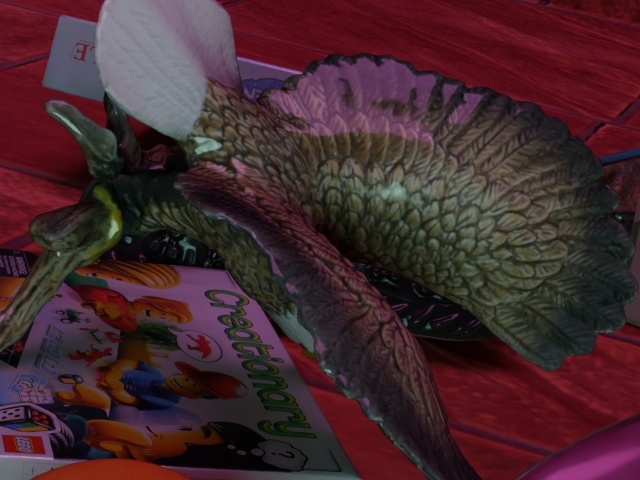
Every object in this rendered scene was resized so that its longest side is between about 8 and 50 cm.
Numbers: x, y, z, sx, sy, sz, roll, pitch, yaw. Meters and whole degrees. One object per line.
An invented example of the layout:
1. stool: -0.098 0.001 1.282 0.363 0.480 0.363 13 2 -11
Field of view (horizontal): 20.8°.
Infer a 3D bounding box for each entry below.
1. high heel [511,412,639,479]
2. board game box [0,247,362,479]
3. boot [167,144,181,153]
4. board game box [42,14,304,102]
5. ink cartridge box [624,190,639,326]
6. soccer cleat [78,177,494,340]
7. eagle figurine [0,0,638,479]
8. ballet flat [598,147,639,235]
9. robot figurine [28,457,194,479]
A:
1. high heel: 0.247 0.168 0.842 0.377 0.127 0.181 -5 29 -30
2. board game box: -0.110 0.084 1.000 0.193 0.053 0.305 6 18 -18
3. boot: -0.077 -0.056 1.466 0.158 0.059 0.084 7 12 -33
4. board game box: -0.033 -0.113 1.518 0.318 0.066 0.318 14 3 13
5. ink cartridge box: 0.332 -0.015 1.394 0.093 0.154 0.212 20 21 33
6. soccer cleat: -0.014 0.012 1.236 0.318 0.109 0.116 8 -2 -3
7. eagle figurine: 0.004 0.004 0.932 0.298 0.226 0.225 15 -4 25
8. ballet flat: 0.185 -0.014 1.375 0.123 0.123 0.348 23 16 34
9. robot figurine: -0.083 0.164 0.647 0.158 0.128 0.219 48 10 -15
